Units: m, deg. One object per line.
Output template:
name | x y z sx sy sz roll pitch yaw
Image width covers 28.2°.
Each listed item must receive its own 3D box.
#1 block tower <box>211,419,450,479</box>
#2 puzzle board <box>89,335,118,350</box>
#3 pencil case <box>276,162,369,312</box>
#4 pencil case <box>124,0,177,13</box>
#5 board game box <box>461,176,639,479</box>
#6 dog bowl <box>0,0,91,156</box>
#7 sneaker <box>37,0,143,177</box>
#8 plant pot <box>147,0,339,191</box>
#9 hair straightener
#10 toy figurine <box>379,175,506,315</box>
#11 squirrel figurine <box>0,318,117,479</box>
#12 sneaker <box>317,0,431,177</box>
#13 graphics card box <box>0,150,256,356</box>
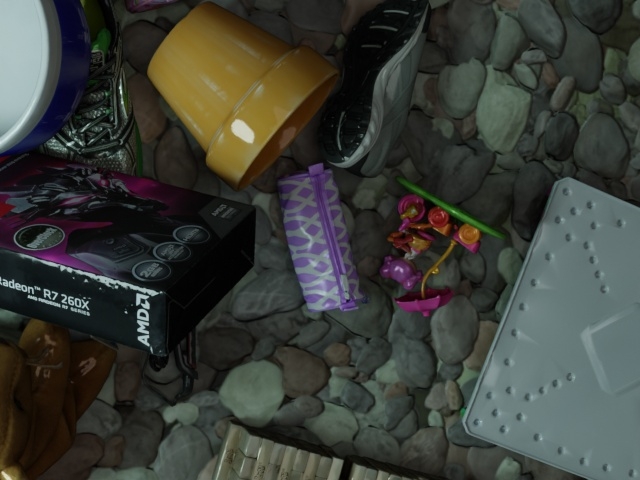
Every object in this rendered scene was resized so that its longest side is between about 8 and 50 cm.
block tower | 0.027 0.337 1.746 0.335 0.097 0.091 17 89 -13
puzzle board | -0.301 0.078 1.623 0.011 0.096 0.128 -28 72 1
pencil case | 0.000 0.000 1.721 0.086 0.088 0.206 -18 97 -14
pencil case | -0.242 -0.435 1.617 0.124 0.124 0.284 -22 99 -12
board game box | 0.437 0.155 1.858 0.390 0.050 0.390 22 89 -14
dog bowl | -0.410 -0.228 1.515 0.265 0.104 0.265 2 96 19
sneaker | -0.303 -0.193 1.603 0.134 0.146 0.343 -14 99 -13
plant pot | -0.111 -0.199 1.636 0.188 0.205 0.205 41 83 3
hair straightener | -0.209 0.110 1.704 0.089 0.047 0.230 -2 98 -14
toy figurine | 0.142 0.020 1.756 0.173 0.130 0.159 30 96 8
squirrel figurine | -0.425 0.249 1.484 0.281 0.370 0.397 29 86 -14
sneaker | 0.083 -0.211 1.736 0.108 0.100 0.271 35 74 -49
graphics card box | -0.287 0.001 1.491 0.371 0.233 0.094 16 120 18
